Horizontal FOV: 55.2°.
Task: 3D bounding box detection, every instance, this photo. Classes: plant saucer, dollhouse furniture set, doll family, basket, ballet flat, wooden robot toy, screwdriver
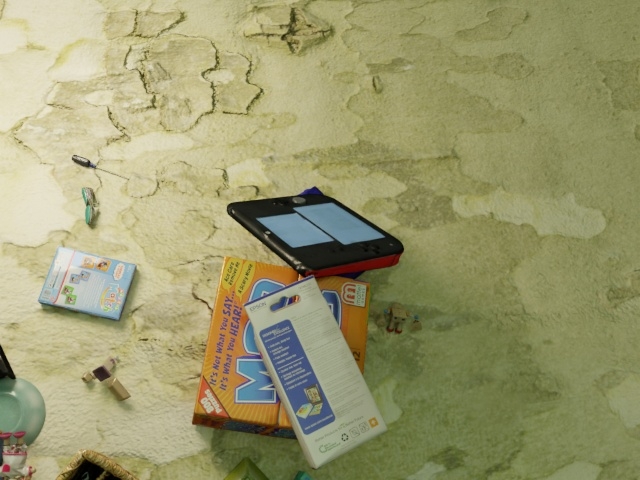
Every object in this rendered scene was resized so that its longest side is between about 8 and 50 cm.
[{"bbox_3d":[-0.780,0.429,1.496,0.195,0.037,0.195,4,68,-10],"label":"plant saucer"},{"bbox_3d":[-0.539,0.361,1.588,0.114,0.091,0.081,56,25,-12],"label":"dollhouse furniture set"},{"bbox_3d":[-0.185,0.675,1.523,0.188,0.045,0.188,45,68,6],"label":"plant saucer"},{"bbox_3d":[-0.800,0.529,1.415,0.263,0.118,0.163,3,83,-23],"label":"doll family"},{"bbox_3d":[-0.531,0.648,1.366,0.213,0.223,0.299,35,66,3],"label":"basket"},{"bbox_3d":[-0.645,-0.098,1.723,0.041,0.041,0.114,-10,73,-15],"label":"ballet flat"},{"bbox_3d":[0.212,0.216,1.783,0.173,0.076,0.079,12,33,-7],"label":"wooden robot toy"},{"bbox_3d":[-0.639,-0.208,1.774,0.170,0.024,0.025,24,37,-4],"label":"screwdriver"}]

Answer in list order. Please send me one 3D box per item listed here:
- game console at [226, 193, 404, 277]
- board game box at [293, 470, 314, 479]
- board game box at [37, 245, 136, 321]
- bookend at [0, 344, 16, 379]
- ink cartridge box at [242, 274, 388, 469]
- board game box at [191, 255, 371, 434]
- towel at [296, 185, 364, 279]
[{"bbox_3d":[-0.010,-0.026,1.588,0.342,0.060,0.386,-4,28,-39],"label":"game console"},{"bbox_3d":[-0.049,0.705,1.501,0.160,0.047,0.210,42,64,-6],"label":"board game box"},{"bbox_3d":[-0.623,0.116,1.645,0.211,0.039,0.160,14,68,-6],"label":"board game box"},{"bbox_3d":[-0.860,0.303,1.497,0.156,0.072,0.157,-29,71,-21],"label":"bookend"},{"bbox_3d":[-0.017,0.275,1.311,0.175,0.069,0.371,-22,79,-19],"label":"ink cartridge box"},{"bbox_3d":[-0.106,0.289,1.515,0.356,0.356,0.357,10,68,-9],"label":"board game box"},{"bbox_3d":[0.000,0.000,1.799,0.227,0.076,0.308,-38,81,-21],"label":"towel"}]
